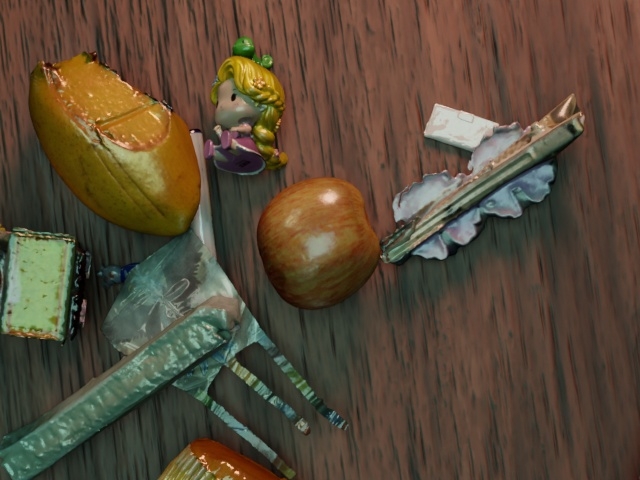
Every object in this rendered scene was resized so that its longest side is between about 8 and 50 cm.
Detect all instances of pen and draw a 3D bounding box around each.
[{"bbox_3d":[-0.141,0.001,1.465,0.033,0.033,0.269,-7,86,3],"label":"pen"}]

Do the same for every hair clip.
[{"bbox_3d":[0.191,-0.061,1.423,0.292,0.084,0.106,-35,100,6],"label":"hair clip"}]

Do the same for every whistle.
[{"bbox_3d":[-0.226,0.043,1.470,0.083,0.029,0.033,-2,124,9],"label":"whistle"}]

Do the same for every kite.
[{"bbox_3d":[-0.119,0.146,1.433,0.169,0.015,0.310,-43,82,10],"label":"kite"}]

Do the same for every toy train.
[{"bbox_3d":[-0.350,0.042,1.370,0.177,0.261,0.134,6,88,-9],"label":"toy train"}]

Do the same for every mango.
[{"bbox_3d":[-0.234,-0.109,1.428,0.154,0.126,0.252,-40,87,-1],"label":"mango"}]

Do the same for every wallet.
[{"bbox_3d":[0.168,-0.132,1.461,0.083,0.011,0.044,19,88,5],"label":"wallet"}]

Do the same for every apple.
[{"bbox_3d":[0.000,0.000,1.398,0.131,0.146,0.146,-21,86,13],"label":"apple"}]

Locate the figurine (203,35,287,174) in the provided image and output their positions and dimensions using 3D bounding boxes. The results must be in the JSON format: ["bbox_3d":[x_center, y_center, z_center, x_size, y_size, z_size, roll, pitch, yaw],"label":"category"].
[{"bbox_3d":[-0.076,-0.155,1.452,0.095,0.115,0.156,-16,63,35],"label":"figurine"}]

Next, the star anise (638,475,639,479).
[{"bbox_3d":[0.464,0.320,1.373,0.359,0.139,0.316,-44,93,-15],"label":"star anise"}]

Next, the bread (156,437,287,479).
[{"bbox_3d":[-0.091,0.303,1.395,0.190,0.132,0.114,37,90,1],"label":"bread"}]

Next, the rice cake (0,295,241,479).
[{"bbox_3d":[-0.230,0.171,1.419,0.336,0.066,0.063,-34,94,11],"label":"rice cake"}]
